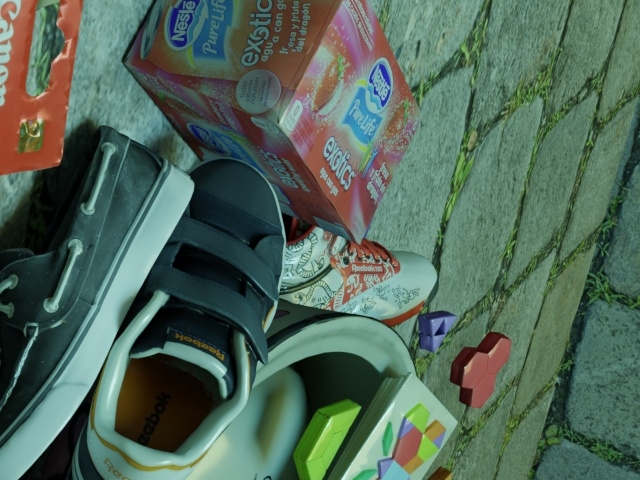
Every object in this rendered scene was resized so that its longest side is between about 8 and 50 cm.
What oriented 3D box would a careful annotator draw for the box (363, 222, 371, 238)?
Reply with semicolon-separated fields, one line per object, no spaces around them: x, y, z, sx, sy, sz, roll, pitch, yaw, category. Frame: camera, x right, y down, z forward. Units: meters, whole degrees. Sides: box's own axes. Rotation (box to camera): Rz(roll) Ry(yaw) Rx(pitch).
0.000;0.000;1.873;0.179;0.043;0.105;-9;120;-65;box

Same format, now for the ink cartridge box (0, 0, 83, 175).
-0.229;-0.101;1.030;0.232;0.066;0.189;-9;123;-37;ink cartridge box

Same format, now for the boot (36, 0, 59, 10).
-0.145;-0.266;1.127;0.248;0.090;0.207;-38;148;-48;boot

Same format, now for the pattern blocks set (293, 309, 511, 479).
0.061;0.218;1.646;0.285;0.026;0.325;22;95;-56;pattern blocks set

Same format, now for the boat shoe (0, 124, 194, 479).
-0.205;0.046;1.306;0.108;0.102;0.301;-18;-139;61;boat shoe

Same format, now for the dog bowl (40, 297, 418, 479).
-0.091;0.227;1.608;0.408;0.150;0.408;-31;134;-38;dog bowl

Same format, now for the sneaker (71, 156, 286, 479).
-0.095;0.062;1.371;0.127;0.126;0.321;132;-23;-62;sneaker

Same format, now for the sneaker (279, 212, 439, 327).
0.022;0.017;1.768;0.270;0.090;0.145;-14;126;-33;sneaker

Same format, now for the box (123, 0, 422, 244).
-0.031;-0.128;1.489;0.142;0.154;0.300;-64;159;-11;box
